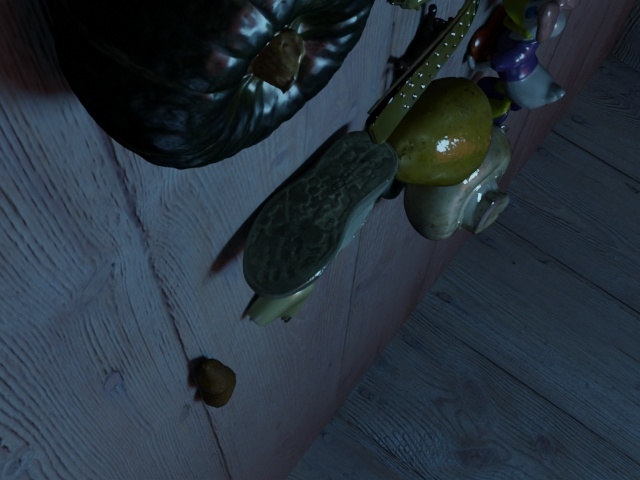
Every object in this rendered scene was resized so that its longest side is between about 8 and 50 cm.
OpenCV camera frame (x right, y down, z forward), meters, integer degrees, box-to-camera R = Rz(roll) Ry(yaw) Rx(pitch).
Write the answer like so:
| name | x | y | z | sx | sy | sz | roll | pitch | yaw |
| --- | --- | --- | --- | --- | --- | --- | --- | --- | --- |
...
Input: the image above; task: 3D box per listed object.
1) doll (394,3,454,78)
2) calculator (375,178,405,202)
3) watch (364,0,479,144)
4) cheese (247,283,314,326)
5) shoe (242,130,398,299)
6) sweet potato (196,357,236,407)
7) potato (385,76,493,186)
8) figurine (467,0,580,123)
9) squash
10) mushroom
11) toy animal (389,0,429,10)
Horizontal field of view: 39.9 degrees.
| name | x | y | z | sx | sy | sz | roll | pitch | yaw |
| --- | --- | --- | --- | --- | --- | --- | --- | --- | --- |
| doll | 0.162 | -0.284 | 1.368 | 0.139 | 0.057 | 0.165 | -60 | 174 | 10 |
| calculator | 0.169 | -0.174 | 1.653 | 0.246 | 0.045 | 0.141 | -55 | 165 | 1 |
| watch | 0.071 | -0.246 | 0.918 | 0.268 | 0.165 | 0.102 | -55 | 165 | -12 |
| cheese | -0.035 | 0.070 | 1.444 | 0.235 | 0.050 | 0.127 | -45 | 164 | 32 |
| shoe | -0.009 | -0.018 | 1.290 | 0.316 | 0.124 | 0.159 | -47 | 172 | -27 |
| sweet potato | -0.168 | 0.228 | 1.437 | 0.065 | 0.051 | 0.218 | -48 | 164 | -20 |
| potato | 0.164 | -0.168 | 1.438 | 0.203 | 0.178 | 0.158 | -16 | 179 | 43 |
| figurine | 0.380 | -0.346 | 1.656 | 0.154 | 0.193 | 0.421 | -46 | 159 | -20 |
| squash | -0.072 | -0.169 | 0.632 | 0.252 | 0.165 | 0.252 | -48 | 165 | -18 |
| mushroom | 0.261 | -0.115 | 1.633 | 0.255 | 0.184 | 0.255 | -34 | 155 | -18 |
| toy animal | 0.182 | -0.387 | 1.163 | 0.219 | 0.103 | 0.101 | -55 | -170 | -20 |
